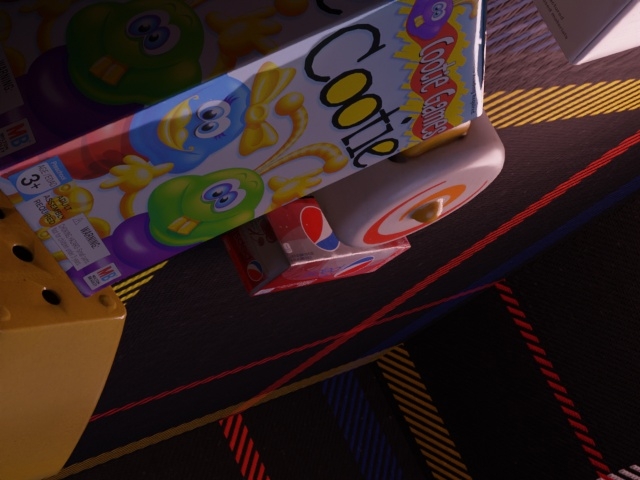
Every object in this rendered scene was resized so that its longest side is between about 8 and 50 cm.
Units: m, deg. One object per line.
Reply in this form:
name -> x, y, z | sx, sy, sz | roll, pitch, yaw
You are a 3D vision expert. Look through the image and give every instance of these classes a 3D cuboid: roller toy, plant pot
roller toy -> 0.081, -0.085, 0.935 | 0.209, 0.146, 0.191 | -36, 164, 31
plant pot -> -0.287, 0.072, 0.753 | 0.187, 0.212, 0.212 | -46, 159, 23

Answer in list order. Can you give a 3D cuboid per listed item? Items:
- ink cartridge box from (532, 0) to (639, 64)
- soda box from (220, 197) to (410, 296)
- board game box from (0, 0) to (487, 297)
ink cartridge box -> 0.316, -0.277, 0.719 | 0.207, 0.117, 0.283 | -19, 165, -27
soda box -> 0.000, 0.000, 1.205 | 0.083, 0.092, 0.263 | -37, 162, 34
board game box -> -0.057, -0.108, 0.555 | 0.275, 0.144, 0.142 | -25, 151, -7
